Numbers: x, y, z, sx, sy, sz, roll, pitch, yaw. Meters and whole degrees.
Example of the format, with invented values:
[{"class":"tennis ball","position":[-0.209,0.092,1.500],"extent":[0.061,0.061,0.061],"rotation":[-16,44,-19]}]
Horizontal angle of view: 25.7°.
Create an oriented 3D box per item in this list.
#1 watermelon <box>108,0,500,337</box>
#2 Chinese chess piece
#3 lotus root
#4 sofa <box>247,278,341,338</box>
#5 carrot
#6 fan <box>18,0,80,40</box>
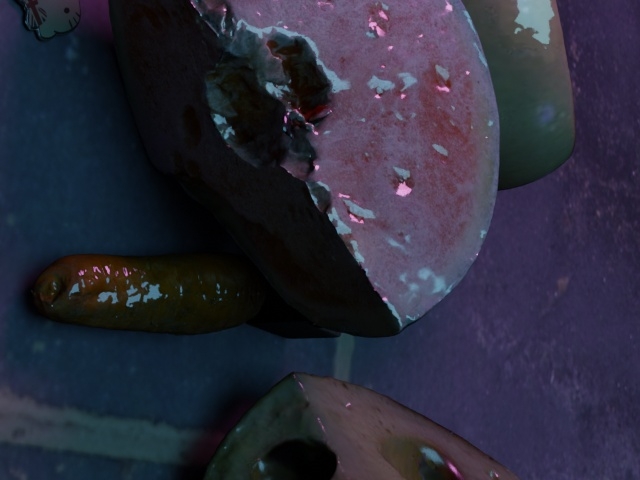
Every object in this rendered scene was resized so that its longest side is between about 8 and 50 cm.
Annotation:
[{"class":"watermelon","position":[-0.006,-0.092,0.979],"extent":[0.188,0.175,0.322],"rotation":[-26,89,-31]},{"class":"Chinese chess piece","position":[0.123,-0.172,1.108],"extent":[0.273,0.102,0.273],"rotation":[-14,90,-88]},{"class":"lotus root","position":[0.038,0.226,1.055],"extent":[0.210,0.142,0.314],"rotation":[-47,131,4]},{"class":"sofa","position":[0.000,0.000,1.067],"extent":[0.060,0.085,0.147],"rotation":[19,71,-40]},{"class":"carrot","position":[-0.115,0.037,0.966],"extent":[0.186,0.060,0.060],"rotation":[-1,85,-43]},{"class":"fan","position":[-0.177,-0.172,0.965],"extent":[0.083,0.004,0.056],"rotation":[-35,110,-43]}]
